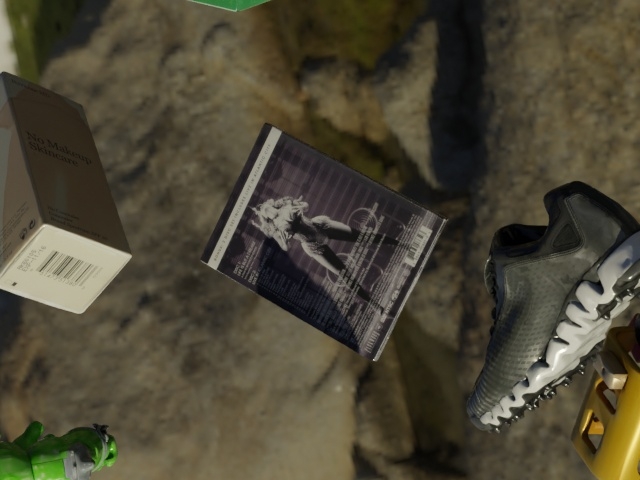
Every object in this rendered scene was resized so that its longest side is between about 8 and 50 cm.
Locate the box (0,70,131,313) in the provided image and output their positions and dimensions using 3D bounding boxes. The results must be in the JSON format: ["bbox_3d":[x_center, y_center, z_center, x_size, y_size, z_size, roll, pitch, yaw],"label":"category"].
[{"bbox_3d":[-0.371,-0.067,1.905,0.121,0.148,0.311,-46,46,23],"label":"box"}]

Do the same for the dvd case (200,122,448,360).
[{"bbox_3d":[0.000,0.000,1.480,0.165,0.221,0.018,-64,-19,10],"label":"dvd case"}]

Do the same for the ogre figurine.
[{"bbox_3d":[-0.225,0.159,0.953,0.118,0.197,0.097,163,116,-68],"label":"ogre figurine"}]

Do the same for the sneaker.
[{"bbox_3d":[0.154,0.043,1.016,0.106,0.078,0.234,51,139,19],"label":"sneaker"}]

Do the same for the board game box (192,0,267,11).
[{"bbox_3d":[-0.139,-0.309,1.481,0.317,0.213,0.046,19,121,33],"label":"board game box"}]

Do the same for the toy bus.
[{"bbox_3d":[0.287,0.117,1.237,0.191,0.104,0.202,139,131,-64],"label":"toy bus"}]
